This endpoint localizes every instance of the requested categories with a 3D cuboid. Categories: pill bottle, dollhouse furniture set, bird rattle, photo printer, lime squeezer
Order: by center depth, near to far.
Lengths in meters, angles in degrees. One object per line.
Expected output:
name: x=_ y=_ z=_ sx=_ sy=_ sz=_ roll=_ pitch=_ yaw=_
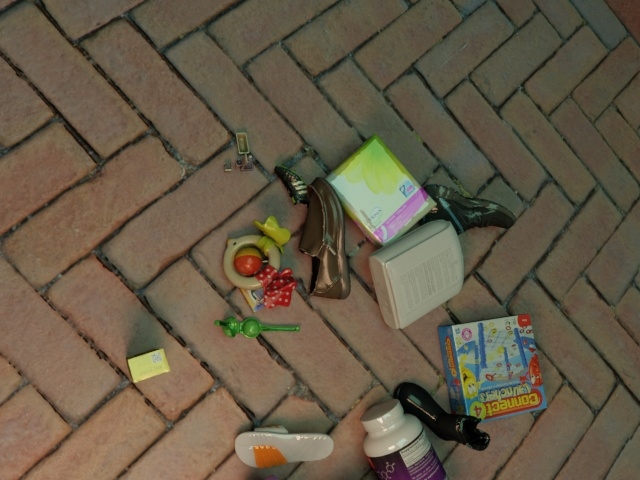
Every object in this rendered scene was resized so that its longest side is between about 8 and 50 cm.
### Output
lime squeezer: x=-0.197 y=0.233 z=1.544 sx=0.310 sy=0.109 sz=0.059 roll=16 pitch=53 yaw=-48
pill bottle: x=0.237 y=0.621 z=1.575 sx=0.181 sy=0.181 sz=0.323 roll=-26 pitch=88 yaw=-23
bird rattle: x=-0.170 y=0.068 z=1.578 sx=0.206 sy=0.143 sz=0.254 roll=-4 pitch=75 yaw=2
dollhouse furniture set: x=-0.238 y=-0.267 z=1.635 sx=0.090 sy=0.081 sz=0.115 roll=-7 pitch=81 yaw=-21
photo printer: x=0.307 y=0.093 z=1.707 sx=0.307 sy=0.107 sz=0.256 roll=-28 pitch=117 yaw=-23

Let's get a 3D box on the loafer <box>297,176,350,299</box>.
loafer: x=0.000 y=0.000 z=1.625 sx=0.130 sy=0.134 sz=0.366 roll=-9 pitch=91 yaw=-16

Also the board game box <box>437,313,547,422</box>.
board game box: x=0.547 y=0.403 z=1.785 sx=0.308 sy=0.086 sz=0.302 roll=-5 pitch=81 yaw=-21

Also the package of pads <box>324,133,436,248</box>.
package of pads: x=0.173 y=-0.141 z=1.727 sx=0.229 sy=0.101 sz=0.296 roll=-42 pitch=94 yaw=-6

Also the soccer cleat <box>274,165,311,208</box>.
soccer cleat: x=-0.074 y=-0.154 z=1.686 sx=0.179 sy=0.060 sz=0.072 roll=39 pitch=70 yaw=-12

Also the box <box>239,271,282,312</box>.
box: x=-0.155 y=0.140 z=1.613 sx=0.136 sy=0.028 sz=0.081 roll=-31 pitch=90 yaw=-21

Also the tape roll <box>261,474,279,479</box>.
tape roll: x=-0.098 y=0.728 z=1.379 sx=0.090 sy=0.275 sz=0.275 roll=-21 pitch=87 yaw=-21

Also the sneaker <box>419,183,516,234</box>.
sneaker: x=0.482 y=-0.081 z=1.859 sx=0.340 sy=0.125 sz=0.140 roll=15 pitch=91 yaw=-11

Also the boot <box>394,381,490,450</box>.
boot: x=0.354 y=0.505 z=1.628 sx=0.246 sy=0.207 sz=0.094 roll=43 pitch=69 yaw=-7

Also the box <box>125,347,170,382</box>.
box: x=-0.425 y=0.302 z=1.368 sx=0.087 sy=0.232 sz=0.058 roll=-16 pitch=85 yaw=-21

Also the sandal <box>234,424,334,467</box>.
sandal: x=-0.099 y=0.552 z=1.522 sx=0.265 sy=0.076 sz=0.102 roll=3 pitch=100 yaw=-8
